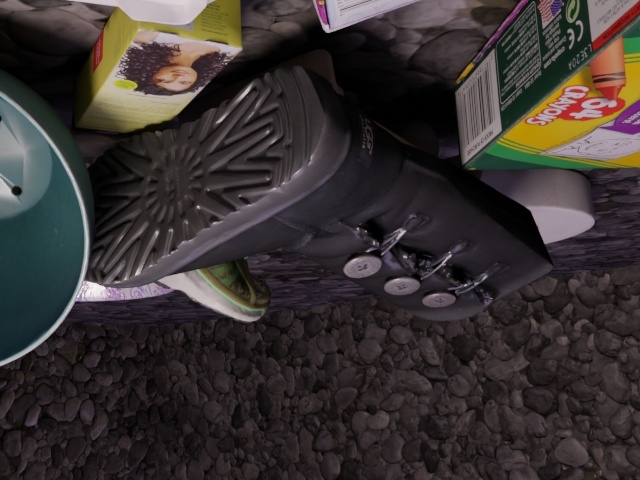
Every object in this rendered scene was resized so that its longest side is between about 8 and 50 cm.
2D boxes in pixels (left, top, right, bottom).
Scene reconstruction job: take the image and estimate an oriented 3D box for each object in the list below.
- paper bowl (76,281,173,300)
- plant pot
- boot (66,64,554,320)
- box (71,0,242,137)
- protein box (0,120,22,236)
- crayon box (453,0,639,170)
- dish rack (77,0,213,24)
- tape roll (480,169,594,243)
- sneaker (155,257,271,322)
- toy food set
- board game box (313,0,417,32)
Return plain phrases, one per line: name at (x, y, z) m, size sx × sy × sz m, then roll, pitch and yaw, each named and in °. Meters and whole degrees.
paper bowl at (-0.365, 0.006, 1.186) m, size 0.284 × 0.148 × 0.284 m, roll -2°, pitch 169°, yaw 0°
plant pot at (-0.344, -0.050, 0.714) m, size 0.290 × 0.290 × 0.195 m, roll -2°, pitch -155°, yaw -3°
boot at (0.002, 0.000, 0.853) m, size 0.367 × 0.146 × 0.445 m, roll -16°, pitch 158°, yaw 35°
box at (-0.152, -0.152, 0.672) m, size 0.087 × 0.058 × 0.232 m, roll 3°, pitch 168°, yaw -28°
protein box at (-0.441, -0.022, 0.885) m, size 0.200 × 0.201 × 0.136 m, roll -1°, pitch 169°, yaw -9°
crayon box at (0.323, -0.156, 0.644) m, size 0.313 × 0.106 × 0.363 m, roll -1°, pitch 169°, yaw -10°
dish rack at (-0.140, -0.189, 0.372) m, size 0.333 × 0.072 × 0.285 m, roll -5°, pitch 171°, yaw -35°
tape roll at (0.258, -0.041, 1.301) m, size 0.392 × 0.072 × 0.392 m, roll -2°, pitch 169°, yaw 0°
sneaker at (-0.152, -0.011, 1.039) m, size 0.158 × 0.182 × 0.410 m, roll 27°, pitch 174°, yaw 26°
toy food set at (0.020, -0.113, 0.884) m, size 0.220 × 0.092 × 0.306 m, roll -12°, pitch 157°, yaw 39°
board game box at (0.128, -0.211, 0.234) m, size 0.318 × 0.065 × 0.318 m, roll -18°, pitch 168°, yaw 1°
